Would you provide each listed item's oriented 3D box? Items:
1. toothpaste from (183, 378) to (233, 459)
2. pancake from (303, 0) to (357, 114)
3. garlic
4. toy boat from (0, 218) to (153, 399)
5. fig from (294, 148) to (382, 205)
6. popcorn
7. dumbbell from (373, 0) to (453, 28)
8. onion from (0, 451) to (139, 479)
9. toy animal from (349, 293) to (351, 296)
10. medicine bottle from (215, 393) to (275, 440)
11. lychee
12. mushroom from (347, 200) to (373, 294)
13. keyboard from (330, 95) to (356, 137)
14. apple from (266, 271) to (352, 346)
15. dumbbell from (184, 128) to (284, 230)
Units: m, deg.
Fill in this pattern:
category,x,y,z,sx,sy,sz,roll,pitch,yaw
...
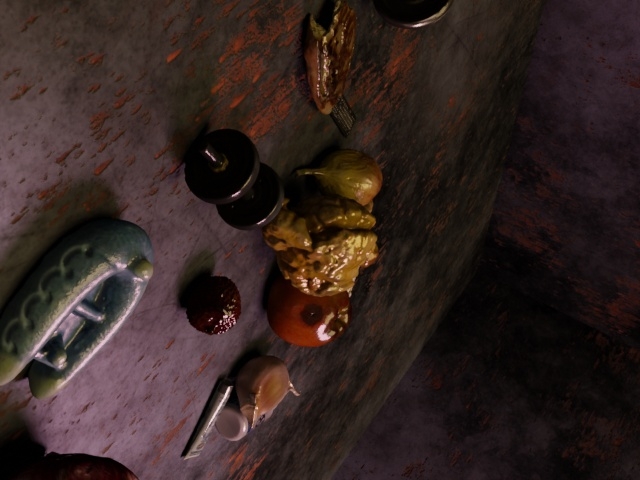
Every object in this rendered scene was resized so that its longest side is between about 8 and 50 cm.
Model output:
category,x,y,z,sx,sy,sz,roll,pitch,yaw
toothpaste,-0.294,0.476,1.879,0.062,0.039,0.239,9,109,-62
pancake,0.013,-0.390,1.534,0.212,0.056,0.257,-28,133,-65
garlic,-0.138,0.385,1.971,0.266,0.128,0.148,-10,117,-52
toy boat,-0.384,0.118,1.167,0.330,0.123,0.215,-55,155,-15
fig,0.032,-0.154,1.772,0.257,0.159,0.159,1,117,-44
popcorn,0.000,0.000,1.693,0.332,0.265,0.225,36,41,-45
dumbbell,0.188,-0.573,1.521,0.192,0.192,0.290,-61,158,-3
onion,-0.458,0.485,1.275,0.314,0.232,0.314,-8,141,-7
toy animal,0.053,0.177,2.251,0.071,0.085,0.124,-62,171,-52
medicine bottle,-0.200,0.470,1.984,0.191,0.107,0.107,-22,135,-58
lychee,-0.226,0.140,1.542,0.129,0.123,0.123,-60,159,-28
mushroom,0.083,0.019,2.092,0.123,0.095,0.351,-76,177,-61
keyboard,0.051,-0.316,1.758,0.063,0.010,0.198,-62,158,-6
apple,-0.023,0.169,1.889,0.230,0.230,0.230,-47,153,-33
dumbbell,-0.160,-0.112,1.357,0.143,0.143,0.325,-59,158,-8
